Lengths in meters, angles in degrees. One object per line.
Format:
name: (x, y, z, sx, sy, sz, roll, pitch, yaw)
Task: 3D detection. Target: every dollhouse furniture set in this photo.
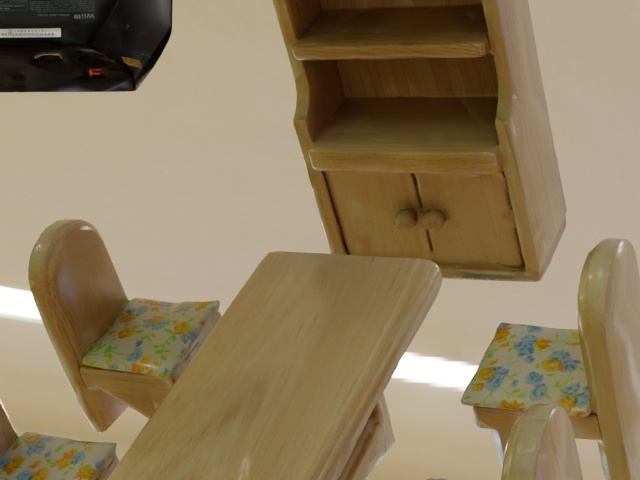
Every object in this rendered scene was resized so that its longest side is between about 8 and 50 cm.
dollhouse furniture set: (0.000, 0.000, 0.818, 0.362, 0.394, 0.256, 2, -53, 28)

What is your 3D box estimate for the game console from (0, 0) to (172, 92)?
game console: (-0.252, -0.168, 0.691, 0.361, 0.213, 0.044, 0, -30, -7)
